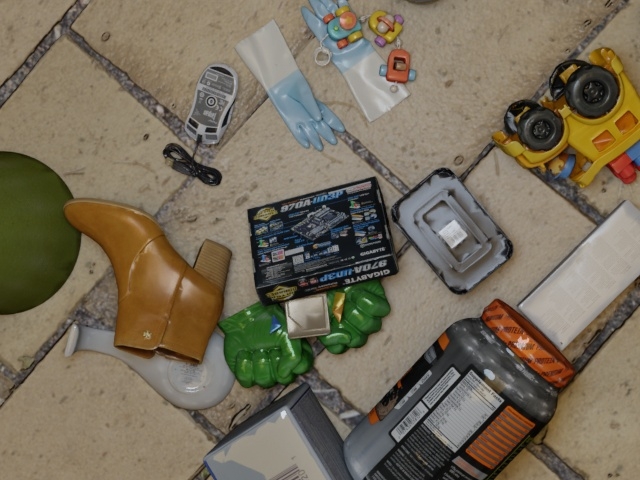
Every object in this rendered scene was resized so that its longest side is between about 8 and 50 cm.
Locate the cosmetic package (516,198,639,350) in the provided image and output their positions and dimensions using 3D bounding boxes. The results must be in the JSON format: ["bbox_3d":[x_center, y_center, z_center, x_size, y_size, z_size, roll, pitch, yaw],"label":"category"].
[{"bbox_3d":[0.426,0.054,1.845,0.239,0.060,0.099,-45,84,4],"label":"cosmetic package"}]

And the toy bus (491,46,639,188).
[{"bbox_3d":[0.406,-0.157,1.818,0.220,0.149,0.211,-38,103,6],"label":"toy bus"}]

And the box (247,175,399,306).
[{"bbox_3d":[0.000,0.000,1.839,0.220,0.051,0.175,-15,46,5],"label":"box"}]

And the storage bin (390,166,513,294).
[{"bbox_3d":[0.206,-0.014,1.854,0.122,0.084,0.180,-39,86,4],"label":"storage bin"}]

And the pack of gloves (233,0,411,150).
[{"bbox_3d":[0.001,-0.275,1.892,0.195,0.046,0.232,-34,87,5],"label":"pack of gloves"}]

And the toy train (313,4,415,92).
[{"bbox_3d":[0.077,-0.311,1.869,0.166,0.046,0.125,12,82,-5],"label":"toy train"}]

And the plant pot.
[{"bbox_3d":[-0.547,-0.012,1.820,0.274,0.293,0.275,0,90,6],"label":"plant pot"}]

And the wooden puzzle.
[{"bbox_3d":[-0.019,0.114,1.822,0.116,0.014,0.078,0,76,7],"label":"wooden puzzle"}]

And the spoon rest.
[{"bbox_3d":[-0.272,0.189,1.913,0.276,0.084,0.137,16,93,-8],"label":"spoon rest"}]

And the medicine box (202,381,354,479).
[{"bbox_3d":[-0.025,0.376,1.773,0.149,0.289,0.263,-32,87,4],"label":"medicine box"}]

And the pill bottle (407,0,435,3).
[{"bbox_3d":[0.154,-0.427,1.795,0.119,0.208,0.119,0,91,6],"label":"pill bottle"}]

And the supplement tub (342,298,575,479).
[{"bbox_3d":[0.210,0.263,1.780,0.207,0.207,0.338,43,99,4],"label":"supplement tub"}]

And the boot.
[{"bbox_3d":[-0.295,0.067,1.851,0.295,0.104,0.211,20,65,-4],"label":"boot"}]

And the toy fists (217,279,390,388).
[{"bbox_3d":[-0.025,0.137,1.871,0.279,0.096,0.142,-28,88,3],"label":"toy fists"}]

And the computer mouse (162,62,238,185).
[{"bbox_3d":[-0.180,-0.193,1.913,0.106,0.042,0.193,24,98,10],"label":"computer mouse"}]
